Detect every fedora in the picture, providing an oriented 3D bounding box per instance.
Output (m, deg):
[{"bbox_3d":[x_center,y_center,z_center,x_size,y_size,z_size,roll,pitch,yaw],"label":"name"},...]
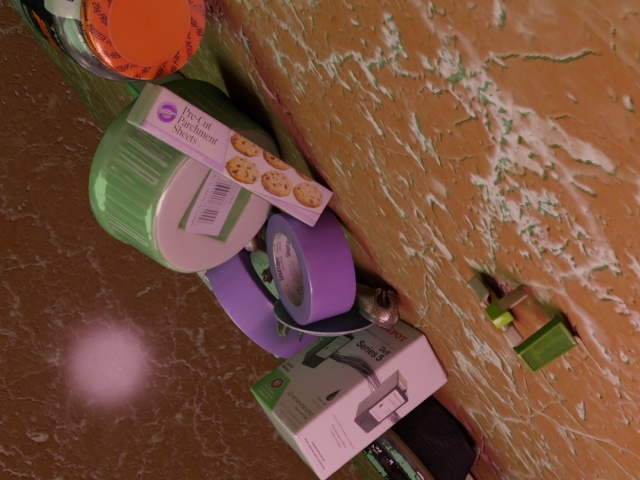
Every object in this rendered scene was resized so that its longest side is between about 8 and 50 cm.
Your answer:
[{"bbox_3d":[0.187,0.392,1.576,0.334,0.152,0.334,48,166,16],"label":"fedora"}]

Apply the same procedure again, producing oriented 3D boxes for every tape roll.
[{"bbox_3d":[-0.114,0.115,1.765,0.275,0.090,0.275,44,-165,-15],"label":"tape roll"},{"bbox_3d":[-0.019,0.039,1.365,0.189,0.080,0.189,166,90,-70],"label":"tape roll"}]

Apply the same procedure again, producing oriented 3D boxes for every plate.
[{"bbox_3d":[0.010,0.129,1.442,0.188,0.188,0.024,32,126,55],"label":"plate"}]

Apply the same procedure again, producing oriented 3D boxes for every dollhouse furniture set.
[{"bbox_3d":[0.224,0.082,0.928,0.076,0.058,0.151,49,-172,-21],"label":"dollhouse furniture set"}]

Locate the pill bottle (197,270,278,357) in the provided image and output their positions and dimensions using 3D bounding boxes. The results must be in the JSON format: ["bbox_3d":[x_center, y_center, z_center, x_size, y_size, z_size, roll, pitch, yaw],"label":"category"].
[{"bbox_3d":[-0.152,0.132,2.016,0.301,0.169,0.169,49,166,12],"label":"pill bottle"}]

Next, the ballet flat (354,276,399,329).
[{"bbox_3d":[0.068,0.082,1.402,0.084,0.058,0.250,21,-174,-24],"label":"ballet flat"}]

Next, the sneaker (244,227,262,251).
[{"bbox_3d":[-0.206,-0.082,1.636,0.153,0.099,0.282,1,143,11],"label":"sneaker"}]

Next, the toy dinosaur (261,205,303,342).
[{"bbox_3d":[-0.060,0.019,1.573,0.160,0.121,0.313,-158,58,-64],"label":"toy dinosaur"}]

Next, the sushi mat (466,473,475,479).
[{"bbox_3d":[0.307,0.511,1.777,0.316,0.019,0.151,52,166,1],"label":"sushi mat"}]

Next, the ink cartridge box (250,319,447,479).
[{"bbox_3d":[0.047,0.246,1.413,0.198,0.273,0.115,28,150,60],"label":"ink cartridge box"}]

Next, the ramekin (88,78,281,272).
[{"bbox_3d":[-0.206,-0.094,1.346,0.148,0.303,0.303,35,160,32],"label":"ramekin"}]

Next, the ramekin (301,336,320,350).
[{"bbox_3d":[0.045,0.298,1.868,0.273,0.127,0.273,48,166,16],"label":"ramekin"}]

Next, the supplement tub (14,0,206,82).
[{"bbox_3d":[-0.308,-0.350,1.194,0.338,0.207,0.207,36,160,50],"label":"supplement tub"}]

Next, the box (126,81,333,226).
[{"bbox_3d":[-0.122,-0.118,1.192,0.324,0.067,0.063,31,179,-36],"label":"box"}]

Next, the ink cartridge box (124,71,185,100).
[{"bbox_3d":[-0.287,-0.236,1.667,0.160,0.092,0.219,44,165,34],"label":"ink cartridge box"}]
